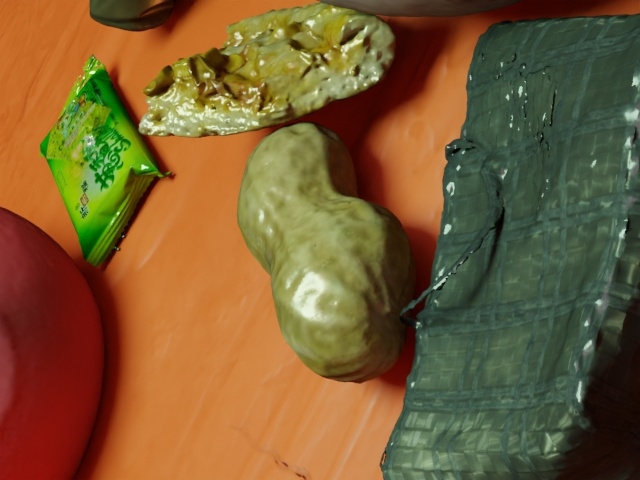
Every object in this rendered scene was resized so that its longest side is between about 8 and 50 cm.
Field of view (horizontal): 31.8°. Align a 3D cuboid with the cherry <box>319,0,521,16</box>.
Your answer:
[{"bbox_3d":[0.026,-0.277,0.610,0.326,0.335,0.291,-124,50,-70],"label":"cherry"}]

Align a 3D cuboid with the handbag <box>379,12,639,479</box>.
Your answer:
[{"bbox_3d":[0.112,0.003,0.549,0.175,0.089,0.270,-3,68,53],"label":"handbag"}]

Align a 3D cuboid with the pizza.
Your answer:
[{"bbox_3d":[-0.049,-0.112,0.736,0.161,0.062,0.182,-31,24,-9],"label":"pizza"}]

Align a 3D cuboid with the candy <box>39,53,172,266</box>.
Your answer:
[{"bbox_3d":[-0.185,-0.068,0.914,0.102,0.032,0.178,-50,43,15],"label":"candy"}]

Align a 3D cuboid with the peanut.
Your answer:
[{"bbox_3d":[0.002,-0.001,0.654,0.089,0.089,0.193,-45,45,19],"label":"peanut"}]

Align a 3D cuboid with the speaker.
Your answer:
[{"bbox_3d":[-0.306,0.108,0.839,0.294,0.294,0.294,-23,55,36],"label":"speaker"}]

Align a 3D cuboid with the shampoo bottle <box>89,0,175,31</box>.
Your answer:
[{"bbox_3d":[-0.109,-0.313,0.816,0.125,0.084,0.350,-92,18,-49],"label":"shampoo bottle"}]
